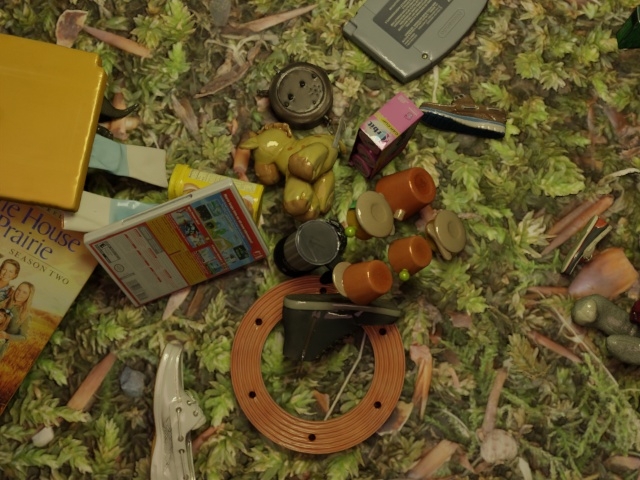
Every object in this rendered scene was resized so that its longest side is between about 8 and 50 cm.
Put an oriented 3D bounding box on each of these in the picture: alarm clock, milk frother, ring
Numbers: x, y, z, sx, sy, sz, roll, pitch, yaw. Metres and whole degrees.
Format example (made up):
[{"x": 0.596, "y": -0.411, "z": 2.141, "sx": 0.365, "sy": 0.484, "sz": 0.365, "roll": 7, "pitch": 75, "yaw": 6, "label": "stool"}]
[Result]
[{"x": -0.024, "y": -0.279, "z": 1.416, "sx": 0.192, "sy": 0.064, "sz": 0.129, "roll": 41, "pitch": 84, "yaw": 3, "label": "alarm clock"}, {"x": 0.000, "y": 0.000, "z": 1.323, "sx": 0.129, "sy": 0.134, "sz": 0.143, "roll": 26, "pitch": 70, "yaw": -15, "label": "milk frother"}, {"x": -0.005, "y": 0.235, "z": 1.357, "sx": 0.336, "sy": 0.032, "sz": 0.337, "roll": 0, "pitch": 83, "yaw": 1, "label": "ring"}]

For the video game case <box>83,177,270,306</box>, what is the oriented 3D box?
[{"x": -0.259, "y": 0.010, "z": 1.308, "sx": 0.285, "sy": 0.204, "sz": 0.025, "roll": -21, "pitch": 46, "yaw": 3, "label": "video game case"}]

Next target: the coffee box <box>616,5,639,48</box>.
[{"x": 0.700, "y": -0.425, "z": 1.401, "sx": 0.184, "sy": 0.113, "sz": 0.041, "roll": -2, "pitch": 79, "yaw": 2, "label": "coffee box"}]

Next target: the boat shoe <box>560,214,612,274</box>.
[{"x": 0.517, "y": 0.014, "z": 1.374, "sx": 0.043, "sy": 0.049, "sz": 0.137, "roll": 36, "pitch": 79, "yaw": 3, "label": "boat shoe"}]

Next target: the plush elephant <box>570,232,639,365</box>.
[{"x": 0.660, "y": 0.143, "z": 1.247, "sx": 0.271, "sy": 0.255, "sz": 0.330, "roll": -39, "pitch": 83, "yaw": -5, "label": "plush elephant"}]

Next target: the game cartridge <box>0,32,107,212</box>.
[{"x": -0.551, "y": -0.213, "z": 1.213, "sx": 0.323, "sy": 0.053, "sz": 0.286, "roll": 11, "pitch": 81, "yaw": -6, "label": "game cartridge"}]

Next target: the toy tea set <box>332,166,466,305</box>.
[{"x": 0.120, "y": -0.007, "z": 1.303, "sx": 0.336, "sy": 0.124, "sz": 0.200, "roll": -29, "pitch": 93, "yaw": -42, "label": "toy tea set"}]

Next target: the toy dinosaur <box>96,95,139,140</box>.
[{"x": -0.479, "y": -0.237, "z": 1.329, "sx": 0.313, "sy": 0.121, "sz": 0.160, "roll": -29, "pitch": 105, "yaw": -28, "label": "toy dinosaur"}]

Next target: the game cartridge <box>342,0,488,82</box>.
[{"x": 0.213, "y": -0.473, "z": 1.444, "sx": 0.198, "sy": 0.062, "sz": 0.297, "roll": 42, "pitch": 84, "yaw": 2, "label": "game cartridge"}]

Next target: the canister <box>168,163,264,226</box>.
[{"x": -0.199, "y": -0.074, "z": 1.355, "sx": 0.169, "sy": 0.126, "sz": 0.073, "roll": 13, "pitch": 53, "yaw": 0, "label": "canister"}]

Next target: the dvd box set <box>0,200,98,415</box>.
[{"x": -0.613, "y": 0.077, "z": 1.295, "sx": 0.307, "sy": 0.062, "sz": 0.421, "roll": 34, "pitch": 91, "yaw": -17, "label": "dvd box set"}]

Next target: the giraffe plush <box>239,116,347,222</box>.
[{"x": -0.062, "y": -0.154, "z": 1.356, "sx": 0.170, "sy": 0.181, "sz": 0.210, "roll": 17, "pitch": 86, "yaw": 19, "label": "giraffe plush"}]

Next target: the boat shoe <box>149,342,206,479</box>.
[{"x": -0.260, "y": 0.330, "z": 1.317, "sx": 0.096, "sy": 0.098, "sz": 0.277, "roll": 2, "pitch": 91, "yaw": 1, "label": "boat shoe"}]

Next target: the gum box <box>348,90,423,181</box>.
[{"x": 0.119, "y": -0.191, "z": 1.340, "sx": 0.107, "sy": 0.188, "sz": 0.062, "roll": -42, "pitch": 83, "yaw": -12, "label": "gum box"}]

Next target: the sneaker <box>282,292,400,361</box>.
[{"x": 0.036, "y": 0.165, "z": 1.322, "sx": 0.221, "sy": 0.083, "sz": 0.118, "roll": 4, "pitch": 101, "yaw": -6, "label": "sneaker"}]

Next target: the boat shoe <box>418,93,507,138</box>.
[{"x": 0.282, "y": -0.254, "z": 1.410, "sx": 0.183, "sy": 0.066, "sz": 0.066, "roll": 13, "pitch": 77, "yaw": -7, "label": "boat shoe"}]

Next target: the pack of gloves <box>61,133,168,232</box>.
[{"x": -0.367, "y": -0.105, "z": 1.314, "sx": 0.046, "sy": 0.232, "sz": 0.195, "roll": -16, "pitch": 74, "yaw": 39, "label": "pack of gloves"}]
